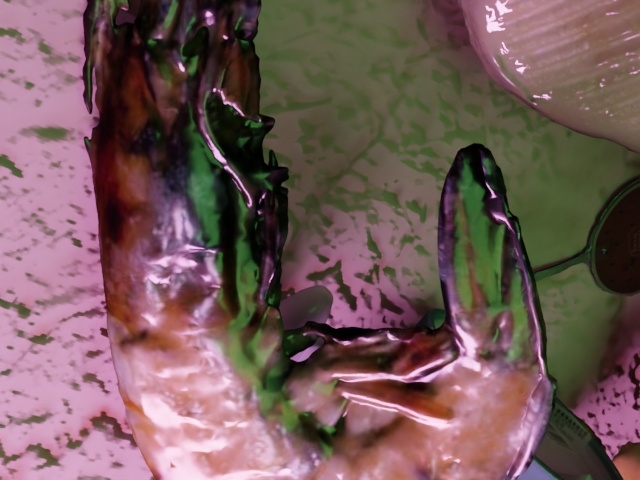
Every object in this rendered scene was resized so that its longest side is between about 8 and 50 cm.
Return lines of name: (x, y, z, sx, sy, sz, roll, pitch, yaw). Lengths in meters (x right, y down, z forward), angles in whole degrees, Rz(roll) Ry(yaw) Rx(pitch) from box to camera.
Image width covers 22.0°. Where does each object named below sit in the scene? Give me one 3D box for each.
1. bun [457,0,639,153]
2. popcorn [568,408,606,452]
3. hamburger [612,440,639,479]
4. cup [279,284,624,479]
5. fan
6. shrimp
bun: (0.188, -0.156, 0.862, 0.239, 0.141, 0.239, 7, 133, 7)
popcorn: (0.140, 0.137, 1.042, 0.083, 0.059, 0.068, -2, 73, -41)
hamburger: (0.407, 0.194, 1.097, 0.445, 0.287, 0.268, 30, 89, -48)
cup: (0.061, 0.154, 0.935, 0.300, 0.167, 0.173, 40, 102, -14)
fan: (0.184, 0.004, 1.042, 0.133, 0.005, 0.085, -19, 122, -27)
shrimp: (0.000, 0.000, 0.804, 0.071, 0.233, 0.365, -48, 138, -67)
